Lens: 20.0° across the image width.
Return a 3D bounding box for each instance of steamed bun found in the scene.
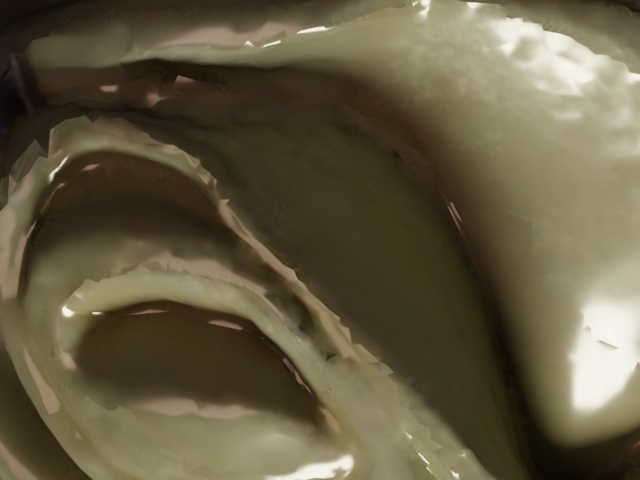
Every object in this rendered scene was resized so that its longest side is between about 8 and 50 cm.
[{"bbox_3d":[0.000,0.000,0.647,0.342,0.255,0.367,43,120,21],"label":"steamed bun"}]
